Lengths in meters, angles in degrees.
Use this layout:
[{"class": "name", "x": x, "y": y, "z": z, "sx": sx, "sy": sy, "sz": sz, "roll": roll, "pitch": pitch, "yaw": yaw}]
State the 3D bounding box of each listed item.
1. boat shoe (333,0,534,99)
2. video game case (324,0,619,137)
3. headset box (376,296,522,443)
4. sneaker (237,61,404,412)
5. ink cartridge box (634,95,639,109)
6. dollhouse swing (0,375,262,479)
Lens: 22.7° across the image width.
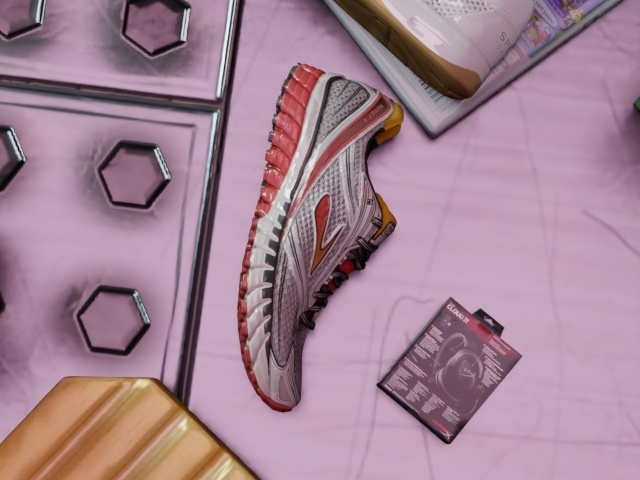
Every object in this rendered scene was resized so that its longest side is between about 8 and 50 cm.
[{"class": "boat shoe", "x": 0.020, "y": -0.214, "z": 1.028, "sx": 0.277, "sy": 0.098, "sz": 0.096, "roll": 43, "pitch": 84, "yaw": -3}, {"class": "video game case", "x": 0.089, "y": -0.208, "z": 1.083, "sx": 0.193, "sy": 0.023, "sz": 0.212, "roll": -37, "pitch": 83, "yaw": -4}, {"class": "headset box", "x": 0.086, "y": 0.082, "z": 1.040, "sx": 0.062, "sy": 0.032, "sz": 0.083, "roll": 39, "pitch": 83, "yaw": 4}, {"class": "sneaker", "x": 0.000, "y": 0.000, "z": 1.024, "sx": 0.093, "sy": 0.088, "sz": 0.225, "roll": 12, "pitch": 83, "yaw": 1}, {"class": "ink cartridge box", "x": 0.292, "y": -0.138, "z": 0.977, "sx": 0.093, "sy": 0.212, "sz": 0.154, "roll": 37, "pitch": 84, "yaw": 4}, {"class": "dollhouse swing", "x": -0.160, "y": 0.282, "z": 0.899, "sx": 0.347, "sy": 0.315, "sz": 0.305, "roll": 44, "pitch": 103, "yaw": 6}]
